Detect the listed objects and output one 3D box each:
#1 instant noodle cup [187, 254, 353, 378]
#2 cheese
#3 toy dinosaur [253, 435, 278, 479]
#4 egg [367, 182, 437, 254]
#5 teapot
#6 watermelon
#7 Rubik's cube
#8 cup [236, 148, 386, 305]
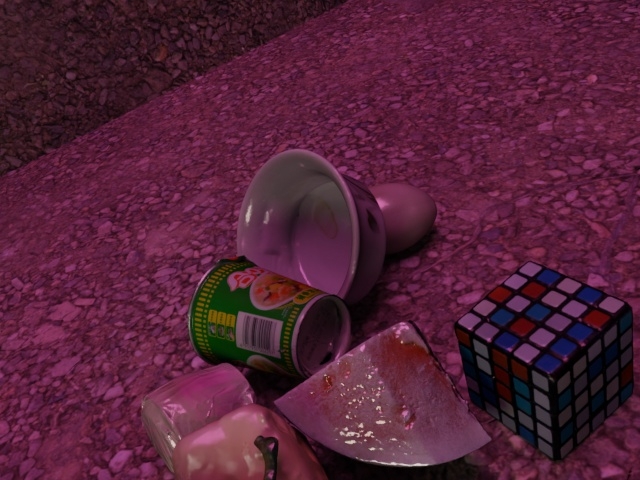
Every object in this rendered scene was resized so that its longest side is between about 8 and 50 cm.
[{"bbox_3d":[-0.079,0.141,1.152,0.232,0.207,0.207,9,43,40],"label":"instant noodle cup"},{"bbox_3d":[-0.066,0.370,0.935,0.173,0.251,0.248,-27,69,-2],"label":"cheese"},{"bbox_3d":[-0.076,0.482,0.739,0.300,0.087,0.447,-36,58,4],"label":"toy dinosaur"},{"bbox_3d":[0.146,-0.047,1.422,0.209,0.151,0.151,-12,34,-8],"label":"egg"},{"bbox_3d":[-0.194,0.303,1.129,0.178,0.222,0.163,-28,73,-30],"label":"teapot"},{"bbox_3d":[0.072,0.207,1.000,0.289,0.214,0.320,2,21,-12],"label":"watermelon"},{"bbox_3d":[0.334,0.171,0.997,0.184,0.187,0.182,-32,36,-21],"label":"Rubik's cube"},{"bbox_3d":[0.000,0.000,1.316,0.163,0.347,0.347,-1,17,-43],"label":"cup"}]
